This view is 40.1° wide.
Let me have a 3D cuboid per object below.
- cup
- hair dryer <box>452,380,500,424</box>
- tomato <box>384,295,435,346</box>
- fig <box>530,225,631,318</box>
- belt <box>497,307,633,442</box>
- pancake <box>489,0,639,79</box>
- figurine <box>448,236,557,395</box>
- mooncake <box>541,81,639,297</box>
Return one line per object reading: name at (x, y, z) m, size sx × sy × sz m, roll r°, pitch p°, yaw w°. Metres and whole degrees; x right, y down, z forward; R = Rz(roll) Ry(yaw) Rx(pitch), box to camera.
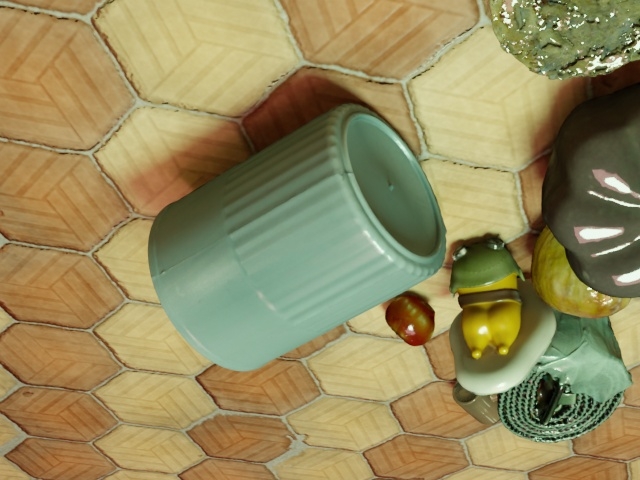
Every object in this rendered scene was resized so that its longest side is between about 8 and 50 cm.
cup at (-0.002, 0.014, 1.166) m, size 0.311 × 0.257 × 0.331 m, roll -29°, pitch 131°, yaw 30°
hair dryer at (0.350, 0.280, 1.643) m, size 0.182 × 0.064 × 0.117 m, roll -28°, pitch 134°, yaw 24°
tomato at (0.150, 0.129, 1.445) m, size 0.075 × 0.087 × 0.087 m, roll -46°, pitch 130°, yaw -1°
fig at (0.388, -0.012, 1.237) m, size 0.159 × 0.159 × 0.257 m, roll 3°, pitch 120°, yaw -2°
belt at (0.400, 0.221, 1.481) m, size 0.207 × 0.150 × 0.257 m, roll 7°, pitch 130°, yaw -3°
pancake at (0.319, -0.285, 0.947) m, size 0.282 × 0.049 × 0.282 m, roll 0°, pitch 140°, yaw 0°
figurine at (0.253, 0.093, 1.301) m, size 0.166 × 0.250 × 0.141 m, roll -12°, pitch 121°, yaw 21°
mooncake at (0.424, -0.055, 1.069) m, size 0.306 × 0.154 × 0.306 m, roll 3°, pitch 108°, yaw 10°
